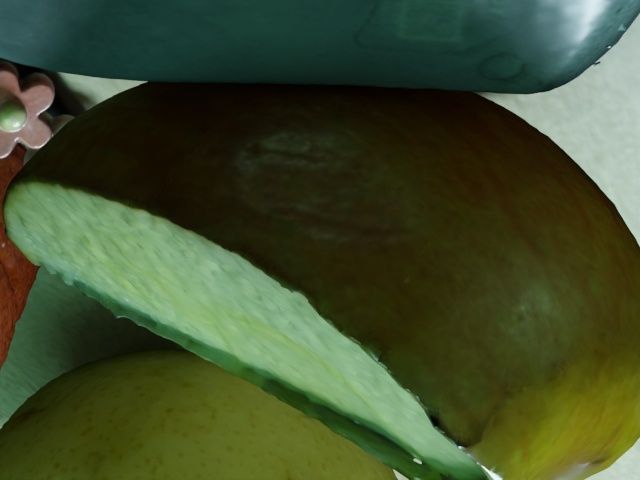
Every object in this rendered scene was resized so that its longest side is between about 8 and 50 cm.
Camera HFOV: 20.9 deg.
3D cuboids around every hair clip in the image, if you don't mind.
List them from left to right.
[{"bbox_3d":[-0.172,-0.069,0.995,0.214,0.062,0.056,37,-177,-35],"label":"hair clip"}]

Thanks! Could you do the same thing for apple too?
[{"bbox_3d":[0.000,0.000,0.847,0.346,0.179,0.254,26,-164,32],"label":"apple"}]

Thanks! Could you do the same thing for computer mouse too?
[{"bbox_3d":[-0.014,-0.154,0.739,0.371,0.122,0.188,7,150,0],"label":"computer mouse"}]

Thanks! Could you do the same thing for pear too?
[{"bbox_3d":[-0.100,0.242,1.220,0.348,0.348,0.348,10,148,7],"label":"pear"}]

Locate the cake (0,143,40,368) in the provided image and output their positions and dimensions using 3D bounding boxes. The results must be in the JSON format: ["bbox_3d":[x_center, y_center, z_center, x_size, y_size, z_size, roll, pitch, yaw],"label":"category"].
[{"bbox_3d":[-0.289,-0.016,1.039,0.177,0.151,0.283,-15,133,44],"label":"cake"}]
